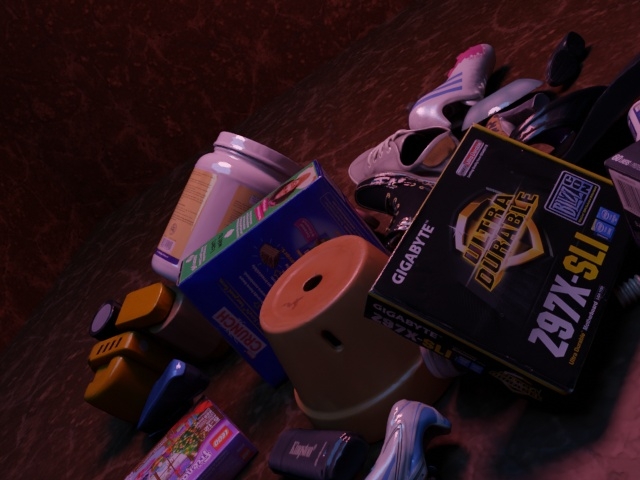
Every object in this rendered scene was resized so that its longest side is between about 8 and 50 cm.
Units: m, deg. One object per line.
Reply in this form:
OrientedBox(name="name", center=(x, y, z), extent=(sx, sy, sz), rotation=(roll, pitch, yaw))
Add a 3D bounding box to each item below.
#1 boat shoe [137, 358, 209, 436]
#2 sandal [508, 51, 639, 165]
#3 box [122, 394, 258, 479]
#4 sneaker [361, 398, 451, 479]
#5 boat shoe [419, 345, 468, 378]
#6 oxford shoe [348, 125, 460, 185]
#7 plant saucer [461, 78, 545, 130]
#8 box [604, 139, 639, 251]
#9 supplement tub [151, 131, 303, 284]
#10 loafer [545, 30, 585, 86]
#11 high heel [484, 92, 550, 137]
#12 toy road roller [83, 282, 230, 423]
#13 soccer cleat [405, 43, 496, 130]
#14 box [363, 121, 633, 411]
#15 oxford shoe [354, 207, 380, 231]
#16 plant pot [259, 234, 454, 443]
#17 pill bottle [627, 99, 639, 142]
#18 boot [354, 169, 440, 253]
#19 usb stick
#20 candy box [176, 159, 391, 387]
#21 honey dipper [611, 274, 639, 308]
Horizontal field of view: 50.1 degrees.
OrientedBox(name="boat shoe", center=(-0.292, 0.326, 1.342), extent=(0.258, 0.089, 0.109), rotation=(-47, 24, 50))
OrientedBox(name="sandal", center=(0.409, -0.199, 1.138), extent=(0.446, 0.107, 0.167), rotation=(-45, -4, -6))
OrientedBox(name="box", center=(-0.257, 0.417, 1.169), extent=(0.293, 0.057, 0.201), rotation=(-46, 24, -15))
OrientedBox(name="sneaker", center=(0.091, 0.303, 0.817), extent=(0.086, 0.085, 0.237), rotation=(14, 59, 24))
OrientedBox(name="boat shoe", center=(0.254, 0.064, 0.956), extent=(0.320, 0.118, 0.103), rotation=(-42, 22, -28))
OrientedBox(name="oxford shoe", center=(0.181, -0.184, 1.512), extent=(0.169, 0.130, 0.449), rotation=(-46, 22, -10))
OrientedBox(name="plant saucer", center=(0.375, -0.296, 1.445), extent=(0.195, 0.037, 0.195), rotation=(-31, 3, 2))
OrientedBox(name="box", center=(0.497, -0.082, 0.768), extent=(0.270, 0.143, 0.165), rotation=(-31, 23, 2))
OrientedBox(name="supplement tub", center=(-0.193, -0.042, 1.483), extent=(0.241, 0.241, 0.331), rotation=(17, 82, 64))
OrientedBox(name="loafer", center=(0.509, -0.372, 1.450), extent=(0.170, 0.062, 0.061), rotation=(-52, 3, -34))
OrientedBox(name="high heel", center=(0.328, -0.147, 1.306), extent=(0.261, 0.093, 0.186), rotation=(-58, 9, -18))
OrientedBox(name="toy road roller", center=(-0.371, 0.255, 1.487), extent=(0.329, 0.202, 0.240), rotation=(-22, 43, 38))
OrientedBox(name="soccer cleat", center=(0.342, -0.339, 1.603), extent=(0.143, 0.116, 0.331), rotation=(26, 60, 38))
OrientedBox(name="box", center=(0.243, 0.020, 0.886), extent=(0.322, 0.257, 0.079), rotation=(-55, -15, -29))
OrientedBox(name="oxford shoe", center=(0.000, 0.000, 1.505), extent=(0.348, 0.123, 0.130), rotation=(-10, 57, 57))
OrientedBox(name="plant pot", center=(0.047, 0.129, 1.039), extent=(0.291, 0.203, 0.291), rotation=(-32, 24, 16))
OrientedBox(name="pill bottle", center=(0.509, -0.164, 1.035), extent=(0.067, 0.067, 0.120), rotation=(-28, 25, 28))
OrientedBox(name="boot", center=(0.144, -0.052, 1.281), extent=(0.236, 0.085, 0.178), rotation=(6, 38, 29))
OrientedBox(name="usb stick", center=(-0.011, 0.291, 0.931), extent=(0.077, 0.045, 0.278), rotation=(-52, 7, -23))
OrientedBox(name="candy box", center=(-0.049, 0.062, 1.227), extent=(0.317, 0.268, 0.122), rotation=(-37, 19, 7))
OrientedBox(name="honey dipper", center=(0.436, 0.033, 0.839), extent=(0.161, 0.030, 0.030), rotation=(-31, 24, 13))
